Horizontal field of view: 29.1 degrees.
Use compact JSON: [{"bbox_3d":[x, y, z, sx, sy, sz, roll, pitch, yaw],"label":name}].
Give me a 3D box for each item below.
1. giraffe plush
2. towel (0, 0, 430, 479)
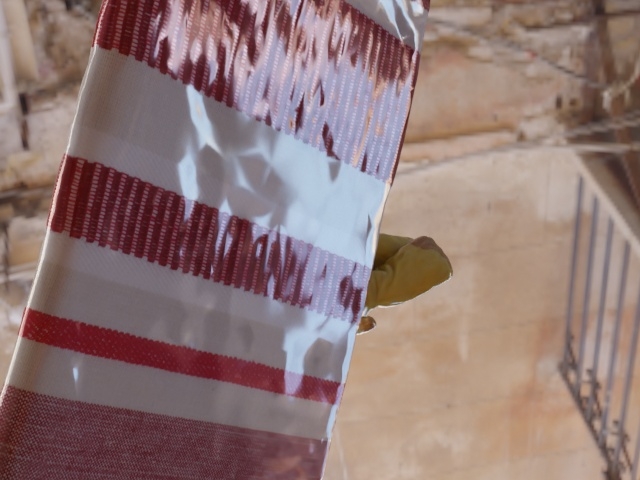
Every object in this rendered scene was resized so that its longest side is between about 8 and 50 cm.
[{"bbox_3d":[0.000,0.000,1.190,0.181,0.170,0.210,-20,-173,44],"label":"giraffe plush"},{"bbox_3d":[-0.046,-0.013,0.630,0.037,0.329,0.237,10,173,36],"label":"towel"}]
